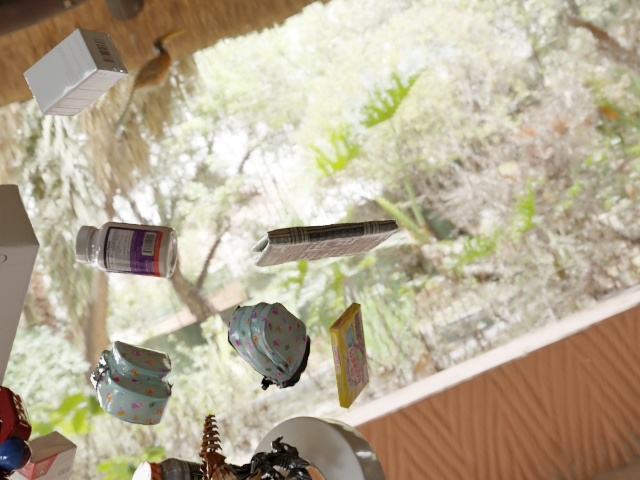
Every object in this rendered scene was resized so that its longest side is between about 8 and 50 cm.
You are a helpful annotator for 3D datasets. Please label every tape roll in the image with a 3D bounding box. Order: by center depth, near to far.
[{"bbox_3d":[-0.023,0.556,1.837,0.072,0.391,0.392,15,-31,-43],"label":"tape roll"}]

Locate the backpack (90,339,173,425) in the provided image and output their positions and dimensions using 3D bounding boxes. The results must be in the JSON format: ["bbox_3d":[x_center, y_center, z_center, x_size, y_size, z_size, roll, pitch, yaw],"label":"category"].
[{"bbox_3d":[-0.408,0.317,1.975,0.166,0.188,0.144,21,-70,-27],"label":"backpack"}]

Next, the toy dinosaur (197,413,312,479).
[{"bbox_3d":[-0.146,0.472,1.714,0.219,0.321,0.164,-10,-18,-29],"label":"toy dinosaur"}]

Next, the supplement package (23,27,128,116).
[{"bbox_3d":[-0.519,-0.353,1.896,0.179,0.105,0.105,-30,-8,25],"label":"supplement package"}]

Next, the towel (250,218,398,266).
[{"bbox_3d":[0.000,0.000,2.142,0.312,0.056,0.324,-7,-10,-13],"label":"towel"}]

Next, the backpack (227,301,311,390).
[{"bbox_3d":[-0.098,0.194,1.773,0.115,0.182,0.151,-17,45,29],"label":"backpack"}]

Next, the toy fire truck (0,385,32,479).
[{"bbox_3d":[-0.556,0.380,1.422,0.254,0.169,0.302,2,59,46],"label":"toy fire truck"}]

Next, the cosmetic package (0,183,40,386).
[{"bbox_3d":[-0.654,0.121,1.538,0.230,0.161,0.453,-4,-44,-35],"label":"cosmetic package"}]

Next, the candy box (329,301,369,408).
[{"bbox_3d":[0.063,0.244,1.889,0.027,0.205,0.105,11,33,31],"label":"candy box"}]

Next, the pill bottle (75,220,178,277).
[{"bbox_3d":[-0.401,0.017,1.850,0.194,0.108,0.108,6,-2,4],"label":"pill bottle"}]

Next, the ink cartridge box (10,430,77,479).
[{"bbox_3d":[-0.558,0.487,1.751,0.115,0.067,0.198,-12,-56,-60],"label":"ink cartridge box"}]

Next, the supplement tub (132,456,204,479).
[{"bbox_3d":[-0.306,0.651,2.234,0.316,0.193,0.194,19,-26,-26],"label":"supplement tub"}]
